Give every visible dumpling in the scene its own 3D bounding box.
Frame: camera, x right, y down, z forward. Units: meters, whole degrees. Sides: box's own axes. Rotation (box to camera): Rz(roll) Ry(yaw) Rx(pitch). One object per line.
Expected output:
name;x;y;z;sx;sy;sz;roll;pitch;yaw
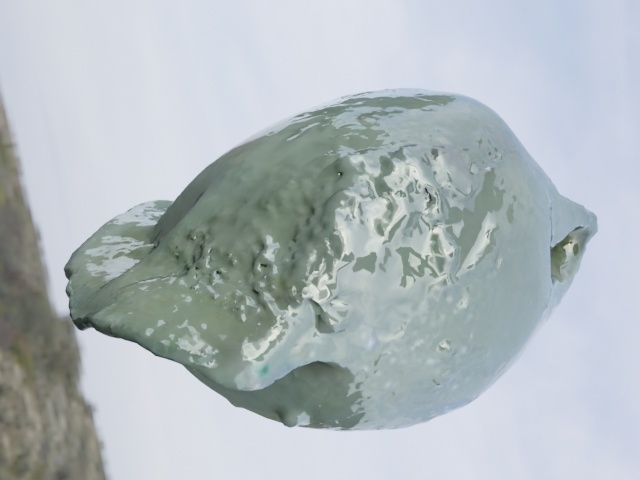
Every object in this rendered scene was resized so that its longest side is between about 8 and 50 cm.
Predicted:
dumpling;0.008;-0.008;0.546;0.152;0.219;0.108;43;-54;28
